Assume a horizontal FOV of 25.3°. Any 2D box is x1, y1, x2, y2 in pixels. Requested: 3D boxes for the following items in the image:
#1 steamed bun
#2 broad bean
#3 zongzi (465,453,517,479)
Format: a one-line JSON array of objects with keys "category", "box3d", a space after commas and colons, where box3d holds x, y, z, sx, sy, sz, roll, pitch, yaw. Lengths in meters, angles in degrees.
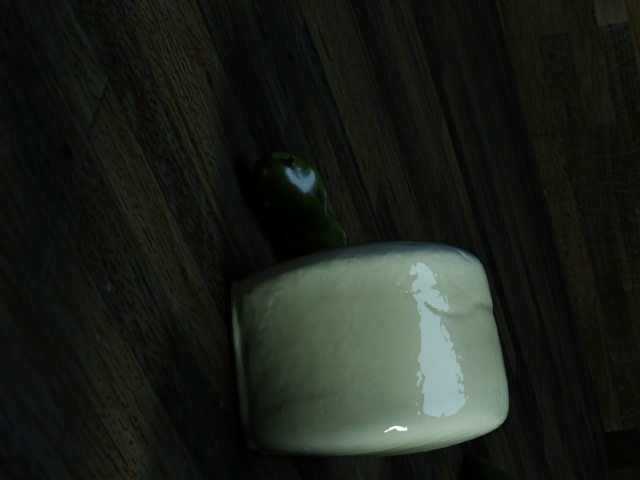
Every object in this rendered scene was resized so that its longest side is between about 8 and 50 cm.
[{"category": "steamed bun", "box3d": [0.046, 0.080, 1.020, 0.242, 0.164, 0.146, 24, 57, -71]}, {"category": "broad bean", "box3d": [0.000, 0.000, 1.119, 0.256, 0.052, 0.052, 57, 14, -61]}, {"category": "zongzi", "box3d": [0.321, 0.354, 1.525, 0.174, 0.356, 0.392, 53, 27, -41]}]
